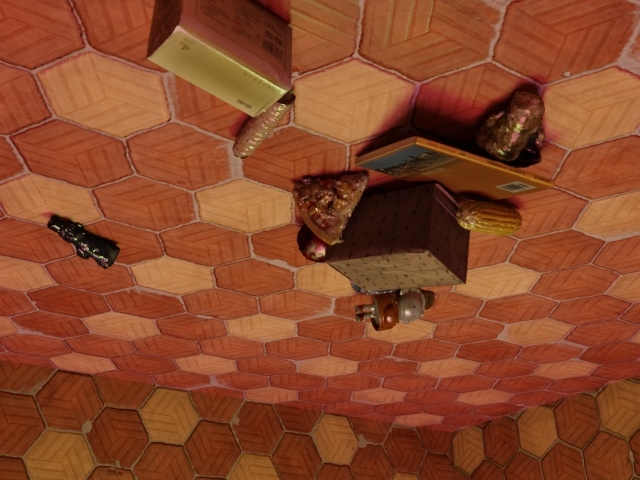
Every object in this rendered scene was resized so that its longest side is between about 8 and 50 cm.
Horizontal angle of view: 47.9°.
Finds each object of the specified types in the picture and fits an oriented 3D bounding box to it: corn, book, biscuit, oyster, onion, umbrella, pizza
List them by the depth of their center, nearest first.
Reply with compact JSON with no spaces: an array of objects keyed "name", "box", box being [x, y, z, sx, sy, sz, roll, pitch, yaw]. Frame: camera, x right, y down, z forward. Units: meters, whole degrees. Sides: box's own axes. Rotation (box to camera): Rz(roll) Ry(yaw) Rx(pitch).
[{"name":"biscuit","box":[-0.125,-0.246,1.530,0.061,0.055,0.219,-25,171,-38]},{"name":"oyster","box":[0.433,-0.210,1.571,0.166,0.093,0.294,-23,151,21]},{"name":"book","box":[0.300,-0.154,1.635,0.374,0.028,0.263,14,171,-24]},{"name":"pizza","box":[0.039,-0.099,1.740,0.195,0.185,0.052,-37,179,11]},{"name":"corn","box":[0.422,-0.055,1.801,0.081,0.081,0.249,-23,162,36]},{"name":"onion","box":[0.000,0.000,1.927,0.131,0.131,0.131,0,152,0]},{"name":"umbrella","box":[-0.660,0.001,1.985,0.071,0.080,0.224,22,168,42]}]

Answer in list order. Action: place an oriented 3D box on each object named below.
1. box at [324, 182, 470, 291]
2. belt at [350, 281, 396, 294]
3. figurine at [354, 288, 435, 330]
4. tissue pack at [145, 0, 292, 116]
[{"name":"box","box":[0.199,0.001,1.806,0.297,0.190,0.225,-9,151,34]},{"name":"belt","box":[0.160,0.091,2.064,0.129,0.122,0.218,-9,172,17]},{"name":"figurine","box":[0.241,0.215,2.335,0.272,0.143,0.143,-15,160,-27]},{"name":"tissue pack","box":[-0.168,-0.341,1.241,0.234,0.159,0.125,23,144,-37]}]
